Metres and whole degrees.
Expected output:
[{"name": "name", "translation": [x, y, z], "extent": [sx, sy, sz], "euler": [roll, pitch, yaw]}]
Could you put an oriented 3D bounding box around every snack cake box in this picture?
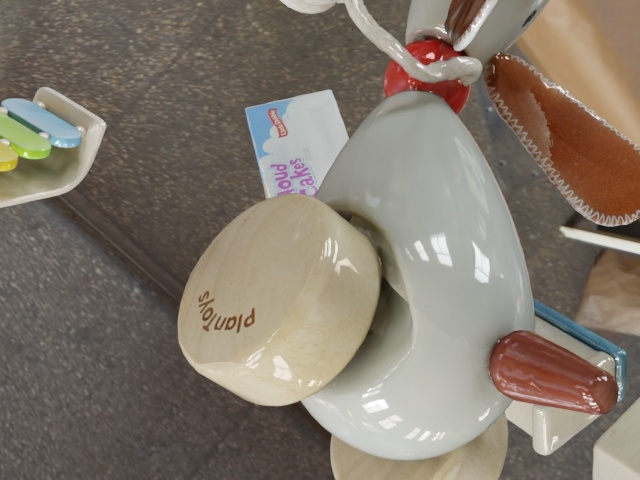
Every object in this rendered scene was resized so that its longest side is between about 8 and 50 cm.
[{"name": "snack cake box", "translation": [0.000, 0.000, 0.948], "extent": [0.089, 0.152, 0.264], "euler": [-13, 142, -3]}]

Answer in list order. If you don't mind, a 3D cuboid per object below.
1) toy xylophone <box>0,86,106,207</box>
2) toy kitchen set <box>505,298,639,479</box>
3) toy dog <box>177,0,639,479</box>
[{"name": "toy xylophone", "translation": [-0.399, -0.101, 0.974], "extent": [0.323, 0.236, 0.081], "euler": [-29, 141, -57]}, {"name": "toy kitchen set", "translation": [0.163, 0.112, 0.597], "extent": [0.122, 0.207, 0.166], "euler": [-35, 136, -25]}, {"name": "toy dog", "translation": [0.074, -0.035, 0.419], "extent": [0.220, 0.161, 0.333], "euler": [18, 74, -47]}]
